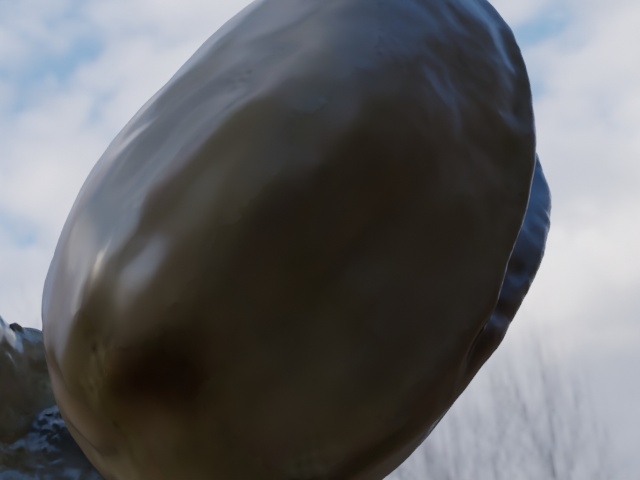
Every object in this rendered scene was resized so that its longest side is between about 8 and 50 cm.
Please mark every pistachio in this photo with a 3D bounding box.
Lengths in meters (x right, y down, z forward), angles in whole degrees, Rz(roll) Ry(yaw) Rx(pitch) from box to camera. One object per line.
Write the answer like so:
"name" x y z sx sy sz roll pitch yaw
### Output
"pistachio" 0.000 0.000 0.468 0.131 0.206 0.129 21 -38 24

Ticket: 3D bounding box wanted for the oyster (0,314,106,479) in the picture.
"oyster" -0.096 0.178 0.541 0.111 0.396 0.204 -21 -30 7
